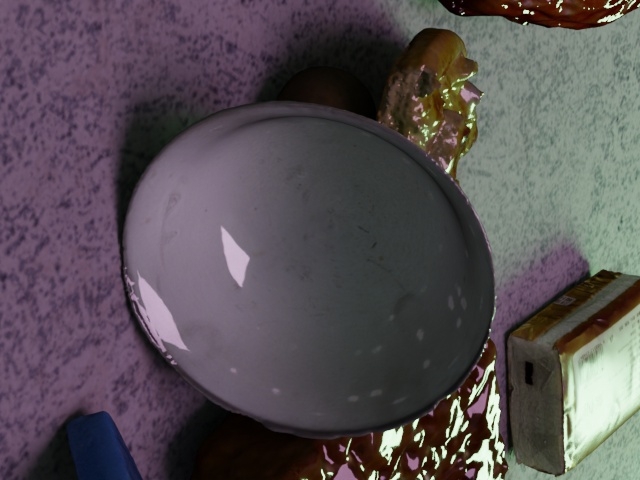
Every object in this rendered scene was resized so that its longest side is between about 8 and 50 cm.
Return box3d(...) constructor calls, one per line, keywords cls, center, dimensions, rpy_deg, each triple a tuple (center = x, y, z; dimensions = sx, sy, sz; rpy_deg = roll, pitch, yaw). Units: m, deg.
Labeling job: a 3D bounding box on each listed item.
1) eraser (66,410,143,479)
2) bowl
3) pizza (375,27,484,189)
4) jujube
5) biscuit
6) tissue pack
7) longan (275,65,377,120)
box3d(cls="eraser", center=(-0.133, 0.295, 1.427), dimensions=(0.042, 0.144, 0.312), rpy_deg=(-22, 127, -4))
box3d(cls="bowl", center=(0.000, 0.000, 1.431), dimensions=(0.146, 0.313, 0.313), rpy_deg=(-66, 153, -61))
box3d(cls="pizza", center=(0.097, -0.087, 1.575), dimensions=(0.323, 0.089, 0.223), rpy_deg=(-10, 117, -80))
box3d(cls="jujube", center=(0.243, -0.302, 1.702), dimensions=(0.290, 0.197, 0.197), rpy_deg=(-17, 116, -34))
box3d(cls="biscuit", center=(0.039, 0.274, 1.630), dimensions=(0.342, 0.166, 0.395), rpy_deg=(-40, 133, -42))
box3d(cls="tissue pack", center=(0.321, 0.157, 2.046), dimensions=(0.226, 0.092, 0.183), rpy_deg=(-31, 125, -46))
box3d(cls="longan", center=(0.006, -0.104, 1.523), dimensions=(0.113, 0.092, 0.113), rpy_deg=(36, 48, -54))
